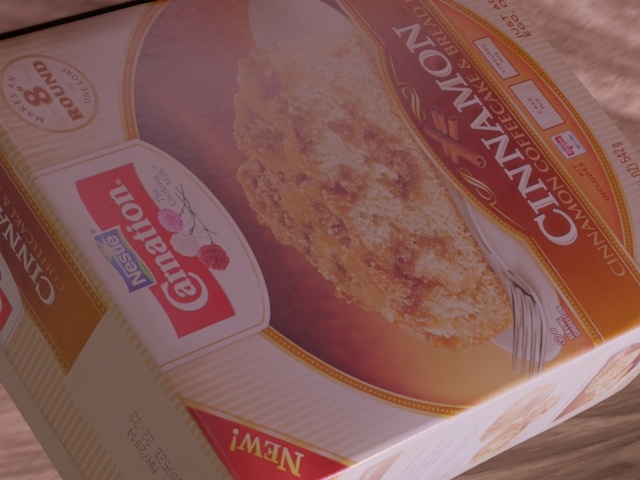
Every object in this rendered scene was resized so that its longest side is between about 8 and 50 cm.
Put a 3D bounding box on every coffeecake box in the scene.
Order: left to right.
[{"bbox_3d":[0.000,0.000,0.530,0.185,0.142,0.068,-21,158,-39],"label":"coffeecake box"}]
